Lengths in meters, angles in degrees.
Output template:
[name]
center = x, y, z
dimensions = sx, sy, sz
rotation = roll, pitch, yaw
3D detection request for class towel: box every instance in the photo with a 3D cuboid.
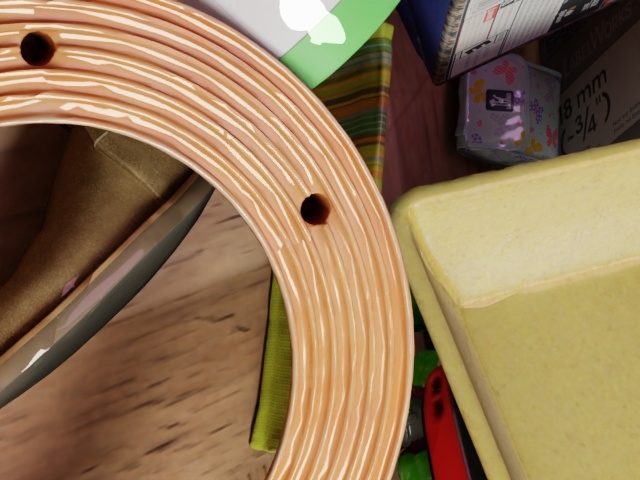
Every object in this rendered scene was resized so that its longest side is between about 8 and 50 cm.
[towel]
center = 0.000, 0.000, 0.841
dimensions = 0.021, 0.102, 0.237
rotation = 10, 80, -27

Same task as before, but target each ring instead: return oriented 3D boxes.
[ring]
center = -0.116, 0.059, 0.627
dimensions = 0.336, 0.032, 0.337
rotation = -4, 101, -22

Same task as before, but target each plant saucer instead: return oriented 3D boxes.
[plant saucer]
center = 0.223, 0.106, 0.757
dimensions = 0.332, 0.081, 0.333
rotation = -13, 69, -22

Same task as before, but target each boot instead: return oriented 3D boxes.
[boot]
center = -0.099, -0.047, 0.741
dimensions = 0.115, 0.112, 0.305
rotation = 40, 58, -7

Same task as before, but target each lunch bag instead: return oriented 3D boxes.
[lunch bag]
center = 0.127, -0.089, 1.043
dimensions = 0.083, 0.053, 0.071
rotation = 14, 76, -42

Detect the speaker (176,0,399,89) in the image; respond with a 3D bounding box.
[speaker]
center = -0.093, -0.193, 0.645
dimensions = 0.296, 0.131, 0.131
rotation = 42, 54, -19

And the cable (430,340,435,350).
[cable]
center = 0.120, 0.050, 1.041
dimensions = 0.150, 0.047, 0.185
rotation = -30, 116, -44

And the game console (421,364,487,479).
[game console]
center = 0.208, 0.256, 0.835
dimensions = 0.386, 0.060, 0.342
rotation = 23, 50, -46

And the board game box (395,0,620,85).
[board game box]
center = 0.166, -0.223, 0.801
dimensions = 0.232, 0.291, 0.141
rotation = 79, -14, -85

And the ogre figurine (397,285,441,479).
[ogre figurine]
center = 0.045, 0.104, 0.875
dimensions = 0.096, 0.118, 0.197
rotation = -1, 88, -48

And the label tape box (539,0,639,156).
[label tape box]
center = 0.255, -0.141, 1.034
dimensions = 0.105, 0.240, 0.334
rotation = 12, 60, -22
